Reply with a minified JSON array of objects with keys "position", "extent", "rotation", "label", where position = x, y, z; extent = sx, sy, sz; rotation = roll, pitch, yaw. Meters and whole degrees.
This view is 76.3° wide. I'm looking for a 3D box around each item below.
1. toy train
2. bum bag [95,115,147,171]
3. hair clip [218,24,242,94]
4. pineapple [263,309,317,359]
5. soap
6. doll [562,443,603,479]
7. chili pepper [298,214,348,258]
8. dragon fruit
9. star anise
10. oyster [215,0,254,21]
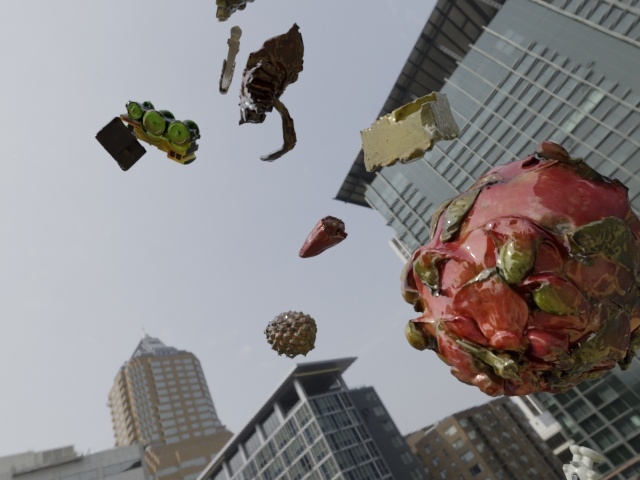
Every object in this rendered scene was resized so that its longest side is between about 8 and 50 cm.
[{"position":[-0.569,-0.389,1.449],"extent":[0.160,0.297,0.100],"rotation":[-67,-6,28],"label":"toy train"},{"position":[-0.648,-0.313,1.329],"extent":[0.109,0.026,0.159],"rotation":[-57,-31,-24],"label":"bum bag"},{"position":[-0.243,-0.463,1.085],"extent":[0.034,0.225,0.072],"rotation":[10,-23,-13],"label":"hair clip"},{"position":[-0.112,0.323,1.407],"extent":[0.193,0.166,0.166],"rotation":[-1,-28,23],"label":"pineapple"},{"position":[0.222,-0.305,1.241],"extent":[0.339,0.169,0.304],"rotation":[-19,5,33],"label":"soap"},{"position":[0.244,0.243,0.393],"extent":[0.040,0.085,0.058],"rotation":[38,-46,-19],"label":"doll"},{"position":[0.000,0.000,1.783],"extent":[0.253,0.136,0.144],"rotation":[-42,6,39],"label":"chili pepper"},{"position":[0.232,0.066,0.545],"extent":[0.263,0.296,0.314],"rotation":[-41,-74,-11],"label":"dragon fruit"},{"position":[-0.124,-0.334,0.973],"extent":[0.149,0.237,0.346],"rotation":[2,-49,-8],"label":"star anise"},{"position":[-0.245,-0.745,1.220],"extent":[0.222,0.084,0.214],"rotation":[-62,4,3],"label":"oyster"}]
